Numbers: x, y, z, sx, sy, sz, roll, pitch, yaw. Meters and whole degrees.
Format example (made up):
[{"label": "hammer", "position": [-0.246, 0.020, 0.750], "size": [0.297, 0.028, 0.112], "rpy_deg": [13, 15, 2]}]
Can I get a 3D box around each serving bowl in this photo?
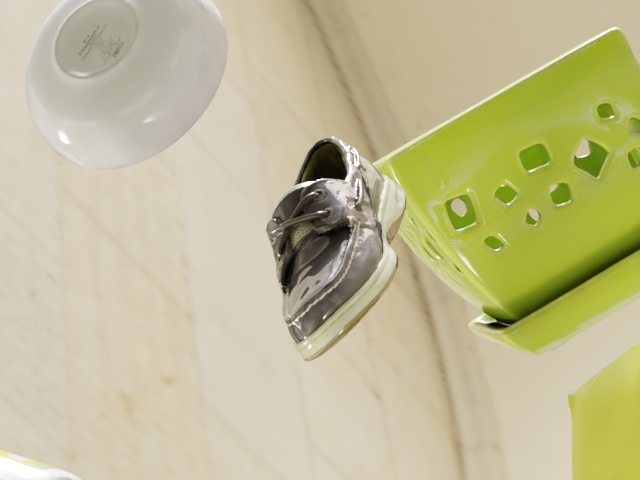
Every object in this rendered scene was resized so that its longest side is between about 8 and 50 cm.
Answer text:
[{"label": "serving bowl", "position": [-0.078, -0.069, 0.737], "size": [0.083, 0.027, 0.083], "rpy_deg": [-11, -119, 20]}]

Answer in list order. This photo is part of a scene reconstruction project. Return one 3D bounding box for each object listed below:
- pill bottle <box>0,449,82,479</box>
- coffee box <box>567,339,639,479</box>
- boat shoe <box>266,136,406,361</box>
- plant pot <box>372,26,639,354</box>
[{"label": "pill bottle", "position": [-0.292, 0.198, 1.392], "size": [0.245, 0.136, 0.136], "rpy_deg": [15, -118, 25]}, {"label": "coffee box", "position": [0.372, 0.219, 1.247], "size": [0.337, 0.334, 0.338], "rpy_deg": [126, -32, -64]}, {"label": "boat shoe", "position": [0.001, -0.001, 1.188], "size": [0.080, 0.073, 0.223], "rpy_deg": [-40, -168, 21]}, {"label": "plant pot", "position": [0.186, -0.029, 1.668], "size": [0.227, 0.207, 0.228], "rpy_deg": [-31, -178, -4]}]
